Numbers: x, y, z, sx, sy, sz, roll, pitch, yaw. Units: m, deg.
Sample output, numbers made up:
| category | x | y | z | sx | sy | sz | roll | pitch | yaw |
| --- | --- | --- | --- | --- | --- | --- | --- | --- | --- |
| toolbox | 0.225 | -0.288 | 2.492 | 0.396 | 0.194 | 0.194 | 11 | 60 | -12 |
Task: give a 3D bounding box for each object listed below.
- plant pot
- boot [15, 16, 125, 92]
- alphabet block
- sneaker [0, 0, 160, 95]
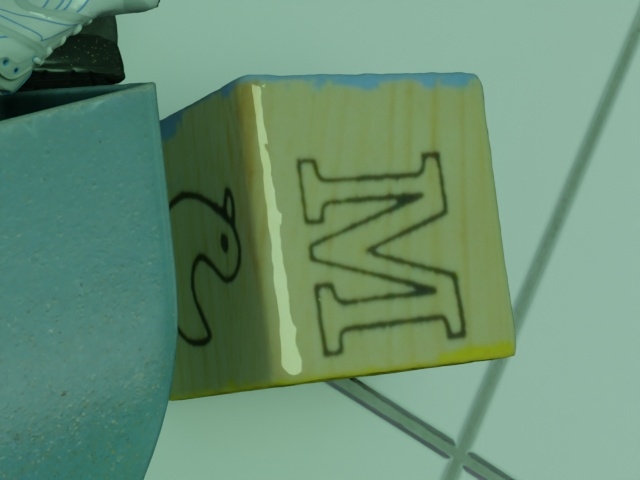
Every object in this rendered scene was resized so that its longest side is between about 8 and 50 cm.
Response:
| category | x | y | z | sx | sy | sz | roll | pitch | yaw |
| --- | --- | --- | --- | --- | --- | --- | --- | --- | --- |
| plant pot | -0.226 | 0.057 | 0.972 | 0.248 | 0.247 | 0.252 | -19 | 102 | -30 |
| boot | -0.247 | -0.182 | 1.093 | 0.246 | 0.083 | 0.161 | 0 | 76 | -36 |
| alphabet block | 0.000 | 0.000 | 1.130 | 0.193 | 0.192 | 0.197 | -4 | 83 | -28 |
| sneaker | -0.188 | -0.134 | 1.035 | 0.191 | 0.071 | 0.083 | -9 | 91 | -31 |
